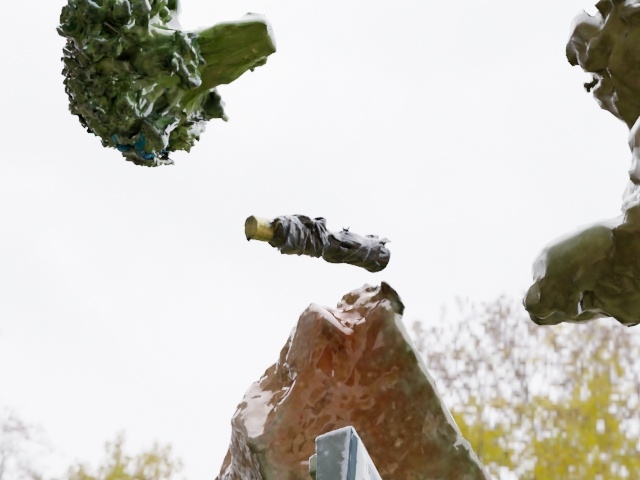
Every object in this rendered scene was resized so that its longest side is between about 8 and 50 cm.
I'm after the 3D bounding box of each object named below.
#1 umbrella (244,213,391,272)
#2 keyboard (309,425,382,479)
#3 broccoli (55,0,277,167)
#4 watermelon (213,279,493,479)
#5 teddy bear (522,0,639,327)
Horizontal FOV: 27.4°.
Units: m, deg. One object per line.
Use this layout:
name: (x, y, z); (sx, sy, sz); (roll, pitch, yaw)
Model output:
umbrella: (0.000, 0.000, 1.117); (0.144, 0.037, 0.040); (12, -70, -35)
keyboard: (0.035, 0.128, 0.349); (0.014, 0.055, 0.176); (-17, -55, 15)
broccoli: (-0.107, -0.129, 0.946); (0.160, 0.154, 0.167); (-16, -58, 8)
watermelon: (0.022, 0.198, 0.663); (0.302, 0.151, 0.264); (58, -17, 5)
teddy bear: (0.170, -0.052, 0.363); (0.267, 0.256, 0.156); (-10, -65, 45)
